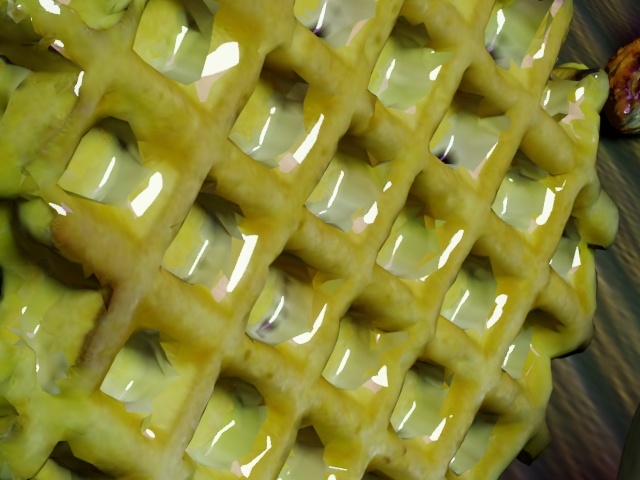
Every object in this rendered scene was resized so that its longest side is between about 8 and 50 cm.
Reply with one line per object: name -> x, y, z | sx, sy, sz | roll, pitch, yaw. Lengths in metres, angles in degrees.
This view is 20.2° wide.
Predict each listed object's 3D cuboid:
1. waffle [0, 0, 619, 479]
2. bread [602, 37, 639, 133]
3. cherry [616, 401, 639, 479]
waffle -> 0.001, 0.000, 0.508 | 0.052, 0.245, 0.254 | 15, 25, 40
bread -> 0.236, -0.087, 1.009 | 0.139, 0.095, 0.269 | 40, 44, 8
cherry -> 0.182, 0.112, 0.513 | 0.218, 0.296, 0.255 | 7, 57, 19
